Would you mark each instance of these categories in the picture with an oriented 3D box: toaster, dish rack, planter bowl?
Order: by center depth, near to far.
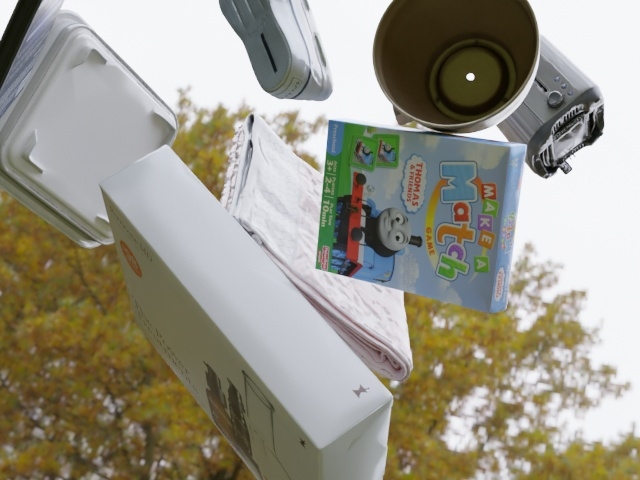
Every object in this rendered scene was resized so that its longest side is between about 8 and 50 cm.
[{"bbox_3d":[0.144,-0.176,1.087,0.162,0.162,0.109,3,-9,19],"label":"planter bowl"},{"bbox_3d":[0.303,-0.185,1.501,0.129,0.146,0.227,-38,-20,4],"label":"toaster"},{"bbox_3d":[-0.351,-0.157,1.675,0.072,0.285,0.333,16,-17,32],"label":"dish rack"}]

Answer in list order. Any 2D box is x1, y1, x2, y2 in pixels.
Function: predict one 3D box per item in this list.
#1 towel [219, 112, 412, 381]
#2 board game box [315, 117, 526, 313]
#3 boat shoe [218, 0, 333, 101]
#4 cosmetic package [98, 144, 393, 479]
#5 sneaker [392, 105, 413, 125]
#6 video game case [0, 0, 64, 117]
[{"bbox_3d":[0.000,0.000,1.456,0.053,0.332,0.317,-40,-67,21],"label":"towel"},{"bbox_3d":[0.093,-0.029,1.073,0.211,0.039,0.160,13,-77,36],"label":"board game box"},{"bbox_3d":[-0.048,-0.231,1.145,0.076,0.226,0.083,15,-40,-44],"label":"boat shoe"},{"bbox_3d":[-0.081,0.120,1.154,0.377,0.097,0.284,46,-25,28],"label":"cosmetic package"},{"bbox_3d":[0.164,-0.221,1.590,0.066,0.188,0.071,-12,-80,34],"label":"sneaker"},{"bbox_3d":[-0.301,-0.245,1.162,0.026,0.196,0.274,27,-64,-12],"label":"video game case"}]
